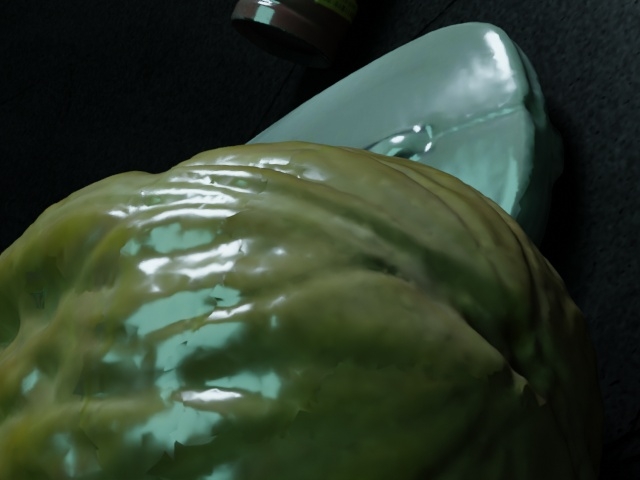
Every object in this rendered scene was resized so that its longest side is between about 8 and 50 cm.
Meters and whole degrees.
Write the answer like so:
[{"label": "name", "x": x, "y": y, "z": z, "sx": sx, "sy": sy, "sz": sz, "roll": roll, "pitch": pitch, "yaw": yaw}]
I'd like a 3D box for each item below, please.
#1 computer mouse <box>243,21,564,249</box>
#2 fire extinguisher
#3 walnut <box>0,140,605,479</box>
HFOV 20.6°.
[{"label": "computer mouse", "x": -0.005, "y": -0.002, "z": 1.013, "sx": 0.331, "sy": 0.095, "sz": 0.197, "roll": -32, "pitch": 48, "yaw": 37}, {"label": "fire extinguisher", "x": 0.009, "y": -0.246, "z": 1.147, "sx": 0.252, "sy": 0.106, "sz": 0.075, "roll": -67, "pitch": 14, "yaw": -6}, {"label": "walnut", "x": -0.030, "y": 0.103, "z": 0.798, "sx": 0.333, "sy": 0.333, "sz": 0.333, "roll": -32, "pitch": 44, "yaw": 37}]
